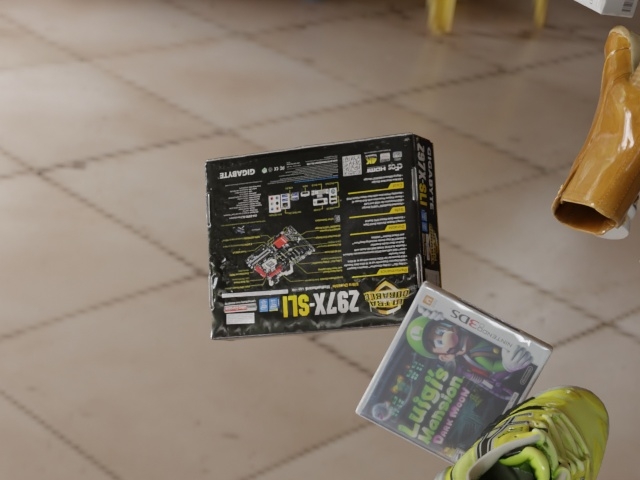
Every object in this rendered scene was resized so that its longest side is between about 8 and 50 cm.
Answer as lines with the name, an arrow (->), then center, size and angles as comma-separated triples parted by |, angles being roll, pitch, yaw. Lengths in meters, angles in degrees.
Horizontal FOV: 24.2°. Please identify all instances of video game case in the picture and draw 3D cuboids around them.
video game case -> 0.159, 0.168, 1.793 | 0.173, 0.190, 0.022 | 28, 19, 3

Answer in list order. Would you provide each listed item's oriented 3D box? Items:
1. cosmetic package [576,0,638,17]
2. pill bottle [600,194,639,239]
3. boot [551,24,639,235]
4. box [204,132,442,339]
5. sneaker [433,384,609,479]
cosmetic package -> 0.366, -0.402, 1.819 | 0.060, 0.239, 0.099 | 0, 26, -32
pill bottle -> 0.482, -0.076, 2.441 | 0.078, 0.078, 0.137 | 12, 69, 5
boot -> 0.300, -0.109, 1.534 | 0.104, 0.211, 0.295 | 31, 3, -1
box -> 0.000, 0.000, 2.038 | 0.322, 0.257, 0.079 | -7, -7, 24
sneaker -> 0.227, 0.257, 1.600 | 0.145, 0.147, 0.385 | 53, 41, 5
